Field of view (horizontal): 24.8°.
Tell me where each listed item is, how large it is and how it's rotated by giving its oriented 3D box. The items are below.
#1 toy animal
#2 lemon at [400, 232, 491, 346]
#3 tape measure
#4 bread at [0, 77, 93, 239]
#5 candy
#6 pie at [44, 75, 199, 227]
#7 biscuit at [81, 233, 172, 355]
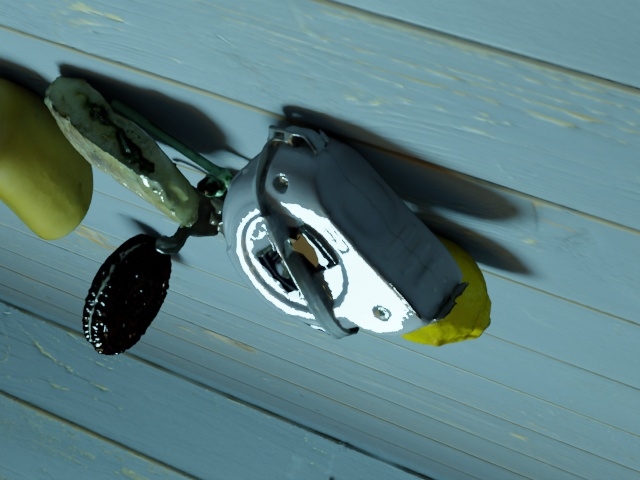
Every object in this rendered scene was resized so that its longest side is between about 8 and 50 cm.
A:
[{"bbox_3d":[-0.086,-0.007,1.676,0.232,0.084,0.148,25,-166,-2],"label":"toy animal"},{"bbox_3d":[0.108,0.051,1.506,0.155,0.114,0.114,31,167,-2],"label":"lemon"},{"bbox_3d":[0.000,0.000,1.405,0.236,0.120,0.197,49,140,-8],"label":"tape measure"},{"bbox_3d":[-0.332,-0.097,1.703,0.098,0.147,0.217,-13,153,15],"label":"bread"},{"bbox_3d":[-0.103,-0.071,1.562,0.287,0.078,0.084,35,136,-2],"label":"candy"},{"bbox_3d":[-0.210,-0.087,1.573,0.218,0.052,0.185,38,166,21],"label":"pie"},{"bbox_3d":[-0.287,0.082,2.169,0.053,0.194,0.194,26,168,19],"label":"biscuit"}]
